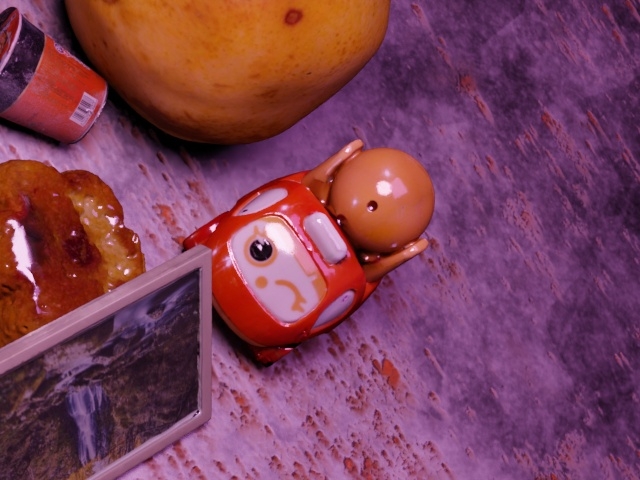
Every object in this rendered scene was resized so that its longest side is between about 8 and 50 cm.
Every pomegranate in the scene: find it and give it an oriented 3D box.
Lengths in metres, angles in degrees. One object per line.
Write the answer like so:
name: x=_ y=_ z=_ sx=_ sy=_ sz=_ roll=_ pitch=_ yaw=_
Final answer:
pomegranate: x=-0.101 y=-0.317 z=1.906 sx=0.417 sy=0.417 sz=0.416 roll=14 pitch=62 yaw=-28

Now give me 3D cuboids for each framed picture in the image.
framed picture: x=-0.232 y=0.163 z=1.707 sx=0.020 sy=0.240 sz=0.324 roll=28 pitch=40 yaw=33

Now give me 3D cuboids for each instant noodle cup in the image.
instant noodle cup: x=-0.318 y=-0.176 z=1.855 sx=0.136 sy=0.127 sz=0.127 roll=30 pitch=55 yaw=-30

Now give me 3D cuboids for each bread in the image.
bread: x=-0.291 y=0.029 z=1.759 sx=0.232 sy=0.135 sz=0.246 roll=-3 pitch=73 yaw=-51

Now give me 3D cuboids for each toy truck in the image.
toy truck: x=0.000 y=0.000 z=1.904 sx=0.265 sy=0.239 sz=0.189 roll=-34 pitch=89 yaw=-39
